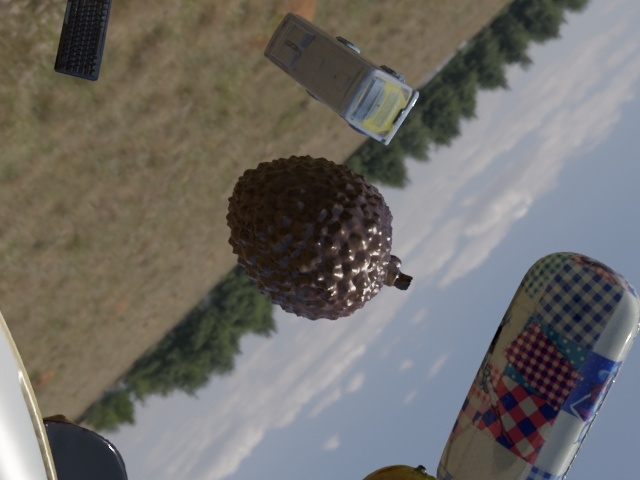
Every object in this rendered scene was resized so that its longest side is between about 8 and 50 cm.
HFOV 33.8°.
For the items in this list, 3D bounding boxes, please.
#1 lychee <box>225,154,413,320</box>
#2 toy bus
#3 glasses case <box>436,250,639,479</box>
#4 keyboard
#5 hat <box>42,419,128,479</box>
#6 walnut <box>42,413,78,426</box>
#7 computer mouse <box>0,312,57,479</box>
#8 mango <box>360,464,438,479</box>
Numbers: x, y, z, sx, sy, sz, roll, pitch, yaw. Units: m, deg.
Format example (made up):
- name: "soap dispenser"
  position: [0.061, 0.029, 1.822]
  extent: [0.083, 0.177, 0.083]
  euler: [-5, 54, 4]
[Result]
- name: "lychee"
  position: [0.000, 0.000, 1.233]
  extent: [0.200, 0.238, 0.200]
  euler: [-58, -170, 16]
- name: "toy bus"
  position: [0.014, -0.149, 0.955]
  extent: [0.064, 0.075, 0.190]
  euler: [-59, -142, 11]
- name: "glasses case"
  position: [0.220, 0.166, 1.088]
  extent: [0.076, 0.125, 0.327]
  euler: [-16, 131, -57]
- name: "keyboard"
  position: [-0.277, -0.263, 1.248]
  extent: [0.010, 0.053, 0.155]
  euler: [145, -47, -64]
- name: "hat"
  position: [-0.255, 0.268, 0.760]
  extent: [0.238, 0.209, 0.336]
  euler: [-42, 134, -51]
- name: "walnut"
  position: [-0.360, 0.326, 1.352]
  extent: [0.116, 0.115, 0.207]
  euler: [139, -37, -72]
- name: "computer mouse"
  position: [-0.173, 0.060, 0.400]
  extent: [0.125, 0.245, 0.056]
  euler: [-2, -152, 22]
- name: "mango"
  position: [0.055, 0.270, 0.947]
  extent: [0.076, 0.103, 0.161]
  euler: [-3, 138, -44]
